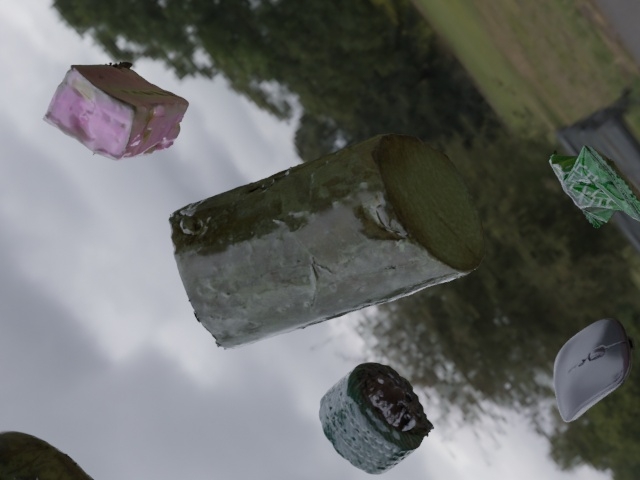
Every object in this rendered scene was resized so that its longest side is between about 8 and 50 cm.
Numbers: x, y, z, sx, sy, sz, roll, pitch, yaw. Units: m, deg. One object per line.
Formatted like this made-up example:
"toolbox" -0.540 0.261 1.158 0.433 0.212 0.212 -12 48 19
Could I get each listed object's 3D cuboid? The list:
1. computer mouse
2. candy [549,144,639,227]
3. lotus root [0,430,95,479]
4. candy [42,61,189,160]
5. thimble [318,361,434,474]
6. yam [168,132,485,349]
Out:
"computer mouse" 0.432 0.213 2.027 0.232 0.057 0.120 123 147 -57
"candy" 0.409 -0.086 1.829 0.141 0.078 0.203 36 177 -7
"lotus root" -0.398 0.355 1.712 0.309 0.173 0.173 28 176 31
"candy" -0.339 -0.221 2.113 0.155 0.116 0.265 33 -167 6
"thimble" 0.071 0.234 1.650 0.135 0.090 0.118 51 -143 8
"yam" 0.000 0.000 1.268 0.168 0.304 0.168 -19 -90 -74
